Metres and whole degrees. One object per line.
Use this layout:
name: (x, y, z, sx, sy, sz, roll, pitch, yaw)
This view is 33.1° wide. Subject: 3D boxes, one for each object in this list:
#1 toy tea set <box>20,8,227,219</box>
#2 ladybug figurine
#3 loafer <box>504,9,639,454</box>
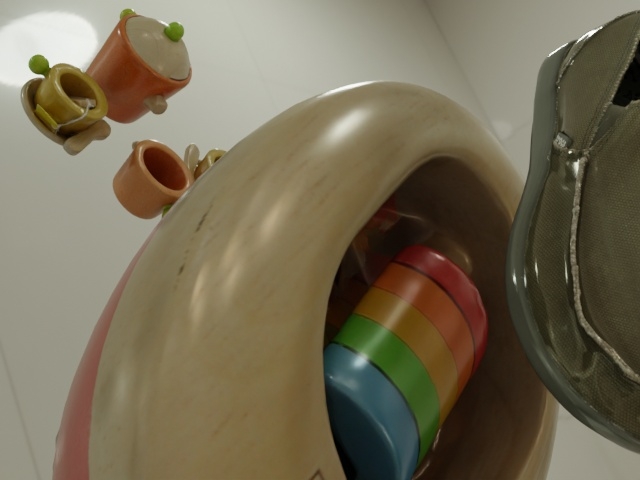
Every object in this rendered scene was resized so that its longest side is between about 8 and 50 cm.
toy tea set: (-0.134, -0.099, 1.112, 0.124, 0.336, 0.200, -39, 12, 28)
ladybug figurine: (0.003, 0.081, 0.604, 0.162, 0.305, 0.449, -13, 16, 33)
loafer: (0.146, -0.022, 0.501, 0.094, 0.251, 0.087, 21, -40, -19)
